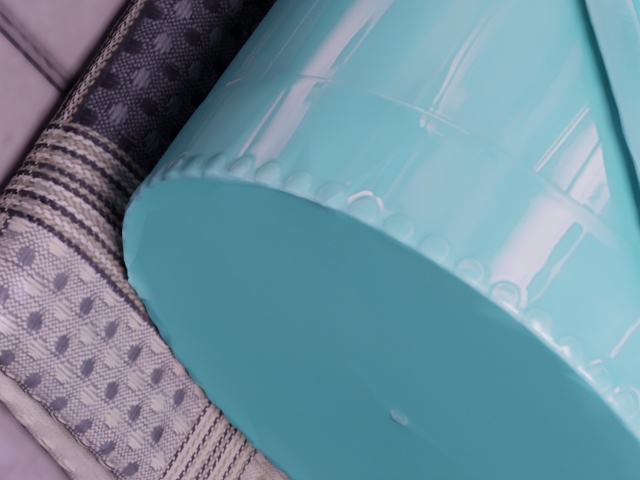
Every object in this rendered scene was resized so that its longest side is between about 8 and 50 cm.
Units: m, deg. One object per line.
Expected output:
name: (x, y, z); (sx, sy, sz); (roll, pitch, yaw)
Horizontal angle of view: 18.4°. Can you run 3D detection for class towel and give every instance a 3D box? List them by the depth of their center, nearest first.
towel: (0.000, 0.000, 0.862); (0.312, 0.056, 0.324); (-60, 137, -22)

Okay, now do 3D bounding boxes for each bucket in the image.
bucket: (0.078, 0.000, 0.712); (0.183, 0.281, 0.281); (-52, 136, -25)
